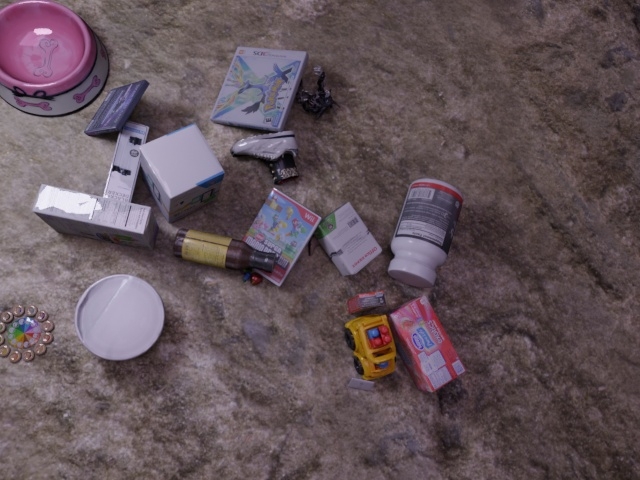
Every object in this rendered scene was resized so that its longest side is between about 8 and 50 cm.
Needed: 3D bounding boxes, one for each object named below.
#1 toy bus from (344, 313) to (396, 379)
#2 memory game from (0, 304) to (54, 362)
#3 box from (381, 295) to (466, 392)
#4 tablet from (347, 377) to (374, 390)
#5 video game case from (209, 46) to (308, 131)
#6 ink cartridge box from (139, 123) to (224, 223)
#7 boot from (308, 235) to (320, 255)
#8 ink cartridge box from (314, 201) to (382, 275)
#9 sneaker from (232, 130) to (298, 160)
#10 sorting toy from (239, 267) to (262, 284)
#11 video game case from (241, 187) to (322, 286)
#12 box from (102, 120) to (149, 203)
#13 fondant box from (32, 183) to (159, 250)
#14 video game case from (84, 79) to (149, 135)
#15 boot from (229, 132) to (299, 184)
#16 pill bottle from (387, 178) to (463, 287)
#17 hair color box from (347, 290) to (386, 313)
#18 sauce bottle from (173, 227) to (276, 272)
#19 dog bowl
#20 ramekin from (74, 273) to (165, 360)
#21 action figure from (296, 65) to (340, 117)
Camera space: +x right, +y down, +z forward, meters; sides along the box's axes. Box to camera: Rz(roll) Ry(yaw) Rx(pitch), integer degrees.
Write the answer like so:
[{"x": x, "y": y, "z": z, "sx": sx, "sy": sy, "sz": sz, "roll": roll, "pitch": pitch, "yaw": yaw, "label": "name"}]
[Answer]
[{"x": 0.195, "y": 0.363, "z": 1.738, "sx": 0.149, "sy": 0.211, "sz": 0.221, "roll": -14, "pitch": 82, "yaw": -16, "label": "toy bus"}, {"x": -0.954, "y": 0.298, "z": 1.627, "sx": 0.186, "sy": 0.012, "sz": 0.186, "roll": 3, "pitch": 76, "yaw": -11, "label": "memory game"}, {"x": 0.359, "y": 0.367, "z": 1.804, "sx": 0.154, "sy": 0.142, "sz": 0.300, "roll": -27, "pitch": 83, "yaw": -16, "label": "box"}, {"x": 0.142, "y": 0.505, "z": 1.779, "sx": 0.083, "sy": 0.054, "sz": 0.006, "roll": 13, "pitch": 40, "yaw": -8, "label": "tablet"}, {"x": -0.228, "y": -0.570, "z": 1.889, "sx": 0.299, "sy": 0.036, "sz": 0.329, "roll": 12, "pitch": 75, "yaw": 20, "label": "video game case"}, {"x": -0.467, "y": -0.216, "z": 1.700, "sx": 0.198, "sy": 0.270, "sz": 0.197, "roll": -30, "pitch": 85, "yaw": -22, "label": "ink cartridge box"}, {"x": 0.000, "y": 0.000, "z": 1.872, "sx": 0.086, "sy": 0.042, "sz": 0.119, "roll": 4, "pitch": 81, "yaw": -16, "label": "boot"}, {"x": 0.093, "y": -0.002, "z": 1.841, "sx": 0.160, "sy": 0.092, "sz": 0.220, "roll": -36, "pitch": 96, "yaw": -23, "label": "ink cartridge box"}, {"x": -0.195, "y": -0.326, "z": 1.804, "sx": 0.234, "sy": 0.090, "sz": 0.095, "roll": -12, "pitch": 97, "yaw": -11, "label": "sneaker"}, {"x": -0.254, "y": 0.126, "z": 1.791, "sx": 0.102, "sy": 0.061, "sz": 0.042, "roll": 36, "pitch": 107, "yaw": 6, "label": "sorting toy"}, {"x": -0.151, "y": -0.011, "z": 1.778, "sx": 0.204, "sy": 0.025, "sz": 0.285, "roll": 33, "pitch": 97, "yaw": 8, "label": "video game case"}, {"x": -0.665, "y": -0.240, "z": 1.721, "sx": 0.087, "sy": 0.169, "sz": 0.290, "roll": 14, "pitch": 75, "yaw": -23, "label": "box"}, {"x": -0.710, "y": -0.066, "z": 1.642, "sx": 0.330, "sy": 0.238, "sz": 0.096, "roll": 13, "pitch": 74, "yaw": -8, "label": "fondant box"}, {"x": -0.702, "y": -0.451, "z": 1.738, "sx": 0.026, "sy": 0.274, "sz": 0.196, "roll": 39, "pitch": 68, "yaw": -41, "label": "video game case"}, {"x": -0.201, "y": -0.293, "z": 1.877, "sx": 0.236, "sy": 0.085, "sz": 0.179, "roll": -15, "pitch": 84, "yaw": -13, "label": "boot"}, {"x": 0.380, "y": -0.025, "z": 1.864, "sx": 0.210, "sy": 0.210, "sz": 0.363, "roll": 22, "pitch": 75, "yaw": -6, "label": "pill bottle"}, {"x": 0.160, "y": 0.219, "z": 1.785, "sx": 0.093, "sy": 0.167, "sz": 0.054, "roll": -7, "pitch": 79, "yaw": -13, "label": "hair color box"}, {"x": -0.324, "y": 0.044, "z": 1.737, "sx": 0.344, "sy": 0.111, "sz": 0.112, "roll": 14, "pitch": 75, "yaw": 2, "label": "sauce bottle"}, {"x": -0.967, "y": -0.651, "z": 1.774, "sx": 0.407, "sy": 0.150, "sz": 0.409, "roll": 3, "pitch": 77, "yaw": -11, "label": "dog bowl"}, {"x": -0.638, "y": 0.250, "z": 1.641, "sx": 0.272, "sy": 0.127, "sz": 0.273, "roll": 2, "pitch": 77, "yaw": -11, "label": "ramekin"}, {"x": -0.046, "y": -0.576, "z": 1.945, "sx": 0.275, "sy": 0.141, "sz": 0.164, "roll": 22, "pitch": 67, "yaw": -3, "label": "action figure"}]
